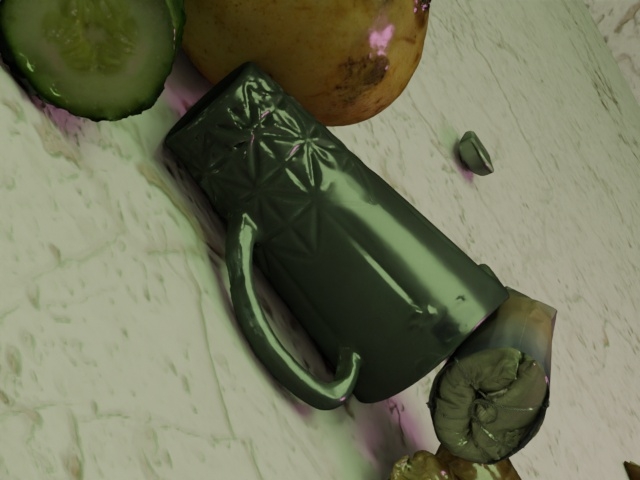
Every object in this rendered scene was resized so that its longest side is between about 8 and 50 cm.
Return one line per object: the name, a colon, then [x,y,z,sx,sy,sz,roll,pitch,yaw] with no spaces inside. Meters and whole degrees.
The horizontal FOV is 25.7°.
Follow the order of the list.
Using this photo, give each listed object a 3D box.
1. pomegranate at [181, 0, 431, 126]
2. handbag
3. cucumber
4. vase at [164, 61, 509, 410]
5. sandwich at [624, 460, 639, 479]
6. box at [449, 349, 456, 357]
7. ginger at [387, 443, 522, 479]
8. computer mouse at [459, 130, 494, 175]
pomegranate: [-0.017,-0.220,1.263,0.260,0.260,0.260,46,25,-29]
handbag: [0.148,0.116,1.200,0.095,0.117,0.173,23,19,5]
cucumber: [-0.156,-0.193,1.091,0.134,0.134,0.244,52,20,-17]
vase: [0.000,0.000,1.171,0.301,0.156,0.251,48,49,-13]
sandwich: [0.422,0.312,1.788,0.031,0.044,0.083,29,39,-59]
box: [0.134,0.067,1.463,0.243,0.055,0.103,41,28,-40]
ginger: [0.167,0.255,1.252,0.333,0.081,0.148,41,27,-30]
computer mouse: [0.205,-0.114,1.879,0.056,0.032,0.110,56,12,-11]
